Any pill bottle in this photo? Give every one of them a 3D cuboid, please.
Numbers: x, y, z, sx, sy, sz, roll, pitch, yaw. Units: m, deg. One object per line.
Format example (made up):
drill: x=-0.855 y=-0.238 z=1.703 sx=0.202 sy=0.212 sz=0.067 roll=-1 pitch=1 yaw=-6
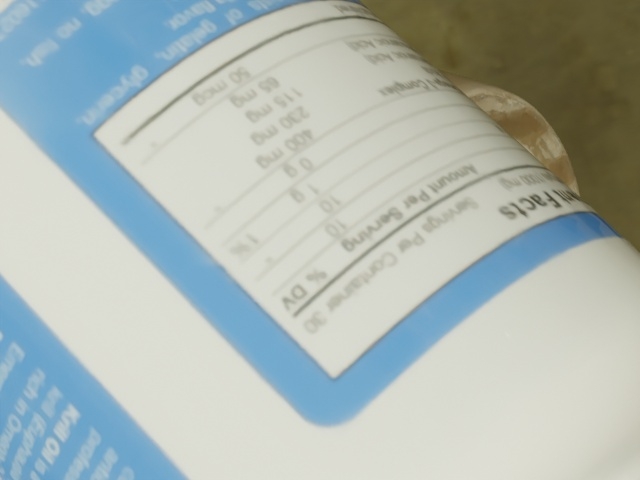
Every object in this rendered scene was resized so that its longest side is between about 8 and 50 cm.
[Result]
pill bottle: x=-0.004 y=0.025 z=0.389 sx=0.221 sy=0.124 sz=0.124 roll=45 pitch=126 yaw=18

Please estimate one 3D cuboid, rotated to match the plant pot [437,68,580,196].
plant pot: x=0.000 y=0.000 z=1.265 sx=0.280 sy=0.323 sz=0.323 roll=0 pitch=103 yaw=44
